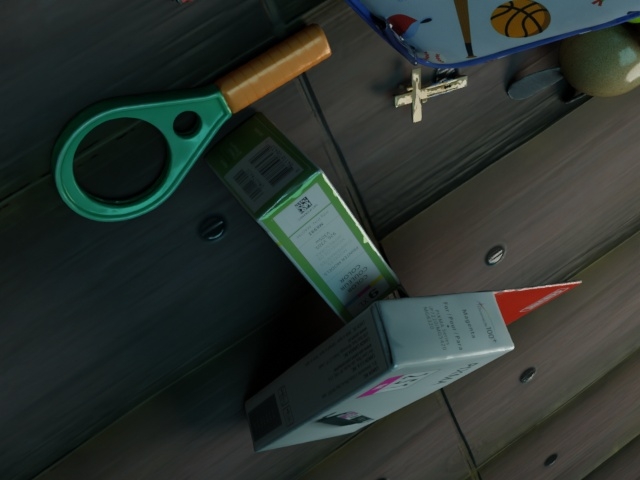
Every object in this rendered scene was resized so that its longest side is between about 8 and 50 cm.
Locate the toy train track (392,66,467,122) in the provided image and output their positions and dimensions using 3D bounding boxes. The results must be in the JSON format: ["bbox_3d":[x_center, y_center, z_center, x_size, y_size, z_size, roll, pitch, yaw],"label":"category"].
[{"bbox_3d":[0.095,-0.134,0.652,0.083,0.014,0.048,-20,122,-26],"label":"toy train track"}]

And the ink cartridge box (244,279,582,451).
[{"bbox_3d":[0.087,0.125,0.703,0.239,0.060,0.275,-2,154,-31],"label":"ink cartridge box"}]

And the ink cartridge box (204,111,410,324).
[{"bbox_3d":[0.000,0.000,0.618,0.062,0.109,0.209,-40,133,-1],"label":"ink cartridge box"}]

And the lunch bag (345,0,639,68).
[{"bbox_3d":[0.114,-0.225,0.435,0.243,0.303,0.115,31,58,-44],"label":"lunch bag"}]

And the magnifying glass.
[{"bbox_3d":[-0.094,-0.094,0.552,0.231,0.026,0.092,-34,132,-9],"label":"magnifying glass"}]

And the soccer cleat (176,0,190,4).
[{"bbox_3d":[-0.105,-0.192,0.477,0.035,0.029,0.083,-50,136,-5],"label":"soccer cleat"}]

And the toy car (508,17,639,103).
[{"bbox_3d":[0.261,-0.193,0.666,0.155,0.149,0.188,1,149,-28],"label":"toy car"}]
